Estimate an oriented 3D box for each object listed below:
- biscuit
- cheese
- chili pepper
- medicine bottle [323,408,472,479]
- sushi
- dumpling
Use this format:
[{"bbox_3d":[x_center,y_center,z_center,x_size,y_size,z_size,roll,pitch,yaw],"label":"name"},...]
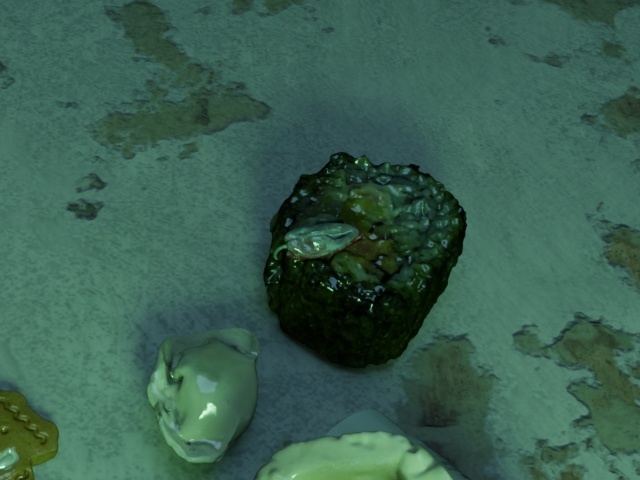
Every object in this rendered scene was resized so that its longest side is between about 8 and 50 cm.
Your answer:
[{"bbox_3d":[-0.483,0.302,1.761,0.184,0.035,0.249,39,51,23],"label":"biscuit"},{"bbox_3d":[0.060,0.384,1.506,0.292,0.153,0.332,-27,54,1],"label":"cheese"},{"bbox_3d":[0.000,0.000,1.921,0.153,0.041,0.050,-10,92,-15],"label":"chili pepper"},{"bbox_3d":[0.130,0.382,1.693,0.190,0.190,0.332,-28,47,-34],"label":"medicine bottle"},{"bbox_3d":[0.065,0.018,2.070,0.294,0.178,0.352,24,45,12],"label":"sushi"},{"bbox_3d":[-0.170,0.218,1.851,0.162,0.132,0.250,18,45,-1],"label":"dumpling"}]
